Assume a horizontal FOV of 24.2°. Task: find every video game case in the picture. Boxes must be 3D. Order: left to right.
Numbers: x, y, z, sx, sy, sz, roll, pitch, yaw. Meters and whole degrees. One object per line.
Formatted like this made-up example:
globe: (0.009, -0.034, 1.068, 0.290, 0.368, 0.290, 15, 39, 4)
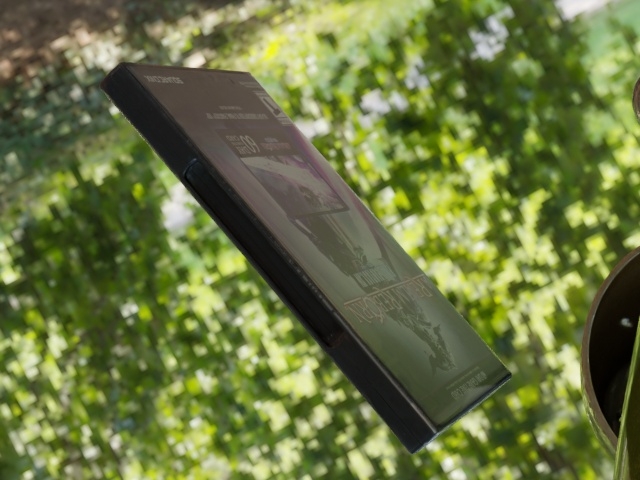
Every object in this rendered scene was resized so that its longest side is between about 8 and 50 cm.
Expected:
video game case: (0.000, 0.000, 0.911, 0.026, 0.274, 0.196, -45, 170, 17)

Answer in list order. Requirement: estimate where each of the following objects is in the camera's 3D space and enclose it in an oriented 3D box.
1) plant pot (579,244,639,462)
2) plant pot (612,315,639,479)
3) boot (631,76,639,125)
plant pot: (0.335, 0.134, 1.342, 0.237, 0.237, 0.254, -28, 165, -7)
plant pot: (0.310, 0.030, 0.719, 0.366, 0.353, 0.366, 2, 171, 0)
boot: (0.310, -0.020, 1.027, 0.085, 0.236, 0.178, -39, -173, 9)
